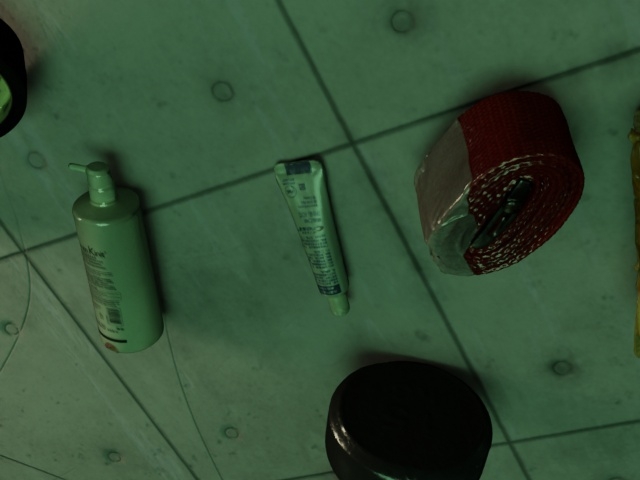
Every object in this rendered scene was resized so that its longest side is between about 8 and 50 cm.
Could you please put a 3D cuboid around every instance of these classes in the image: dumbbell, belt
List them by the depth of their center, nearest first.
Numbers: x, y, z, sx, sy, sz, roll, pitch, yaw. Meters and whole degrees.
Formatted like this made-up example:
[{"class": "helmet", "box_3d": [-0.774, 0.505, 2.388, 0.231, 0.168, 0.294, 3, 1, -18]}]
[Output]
[{"class": "belt", "box_3d": [0.180, -0.063, 1.010, 0.128, 0.124, 0.201, 15, 136, -22]}, {"class": "dumbbell", "box_3d": [0.097, 0.335, 1.280, 0.203, 0.204, 0.322, 12, 128, 6]}]

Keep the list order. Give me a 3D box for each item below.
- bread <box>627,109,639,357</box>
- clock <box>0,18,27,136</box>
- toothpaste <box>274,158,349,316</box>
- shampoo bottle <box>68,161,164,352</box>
[{"class": "bread", "box_3d": [0.413, -0.006, 0.996, 0.184, 0.114, 0.275, -2, 124, 16]}, {"class": "clock", "box_3d": [-0.499, -0.135, 1.099, 0.276, 0.120, 0.379, 14, 135, -37]}, {"class": "toothpaste", "box_3d": [0.000, 0.000, 1.159, 0.062, 0.037, 0.216, -6, 120, 20]}, {"class": "shampoo bottle", "box_3d": [-0.254, 0.019, 1.211, 0.085, 0.085, 0.262, 5, 127, 11]}]
